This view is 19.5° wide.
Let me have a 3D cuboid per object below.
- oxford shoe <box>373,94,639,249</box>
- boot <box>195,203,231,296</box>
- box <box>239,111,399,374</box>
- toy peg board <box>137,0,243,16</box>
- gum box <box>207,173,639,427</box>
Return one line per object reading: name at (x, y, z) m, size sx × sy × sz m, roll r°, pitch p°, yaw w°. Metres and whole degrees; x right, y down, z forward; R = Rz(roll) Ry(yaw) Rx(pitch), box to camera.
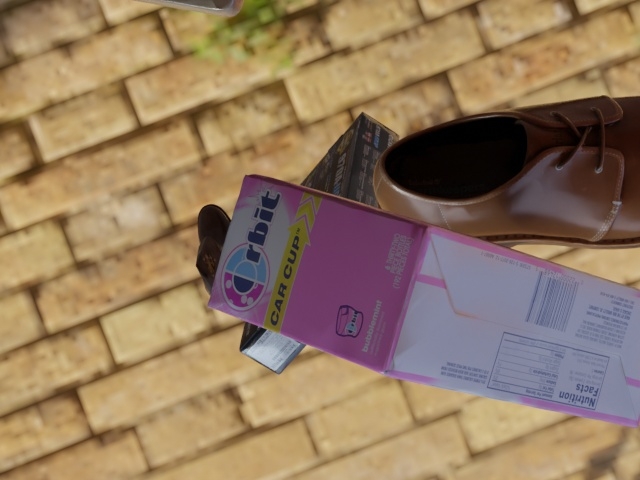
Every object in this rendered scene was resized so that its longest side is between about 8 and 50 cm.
oxford shoe at (0.129, -0.038, 0.912) m, size 0.212 × 0.076 × 0.076 m, roll -12°, pitch 159°, yaw 5°
boot at (-0.095, 0.007, 1.645) m, size 0.037 × 0.106 × 0.114 m, roll -19°, pitch 167°, yaw 5°
box at (0.000, 0.000, 1.801) m, size 0.175 × 0.051 × 0.220 m, roll -49°, pitch -163°, yaw 31°
toy peg board at (-0.104, -0.198, 0.829) m, size 0.161 × 0.160 × 0.079 m, roll 12°, pitch 176°, yaw 19°
gum box at (0.059, 0.029, 0.810) m, size 0.107 × 0.062 × 0.188 m, roll 18°, pitch -179°, yaw 45°
